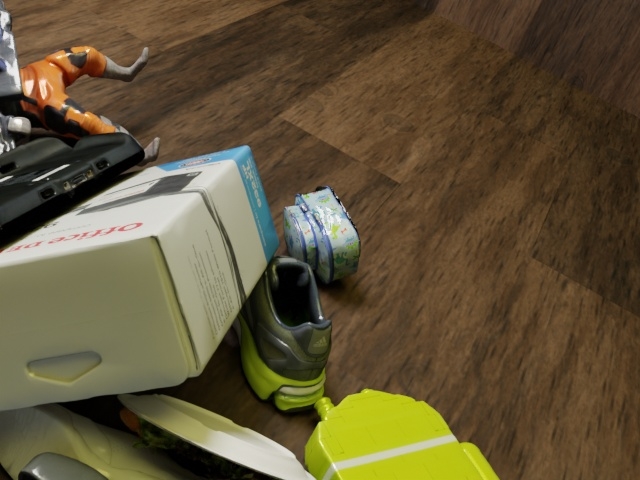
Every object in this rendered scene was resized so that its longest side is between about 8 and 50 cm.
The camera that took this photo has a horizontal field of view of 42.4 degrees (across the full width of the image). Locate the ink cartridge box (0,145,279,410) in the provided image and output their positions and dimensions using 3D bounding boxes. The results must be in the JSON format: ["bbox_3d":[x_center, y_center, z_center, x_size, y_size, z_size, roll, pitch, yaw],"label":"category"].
[{"bbox_3d":[-0.188,0.022,0.793,0.223,0.129,0.307,-10,17,13],"label":"ink cartridge box"}]

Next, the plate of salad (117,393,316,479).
[{"bbox_3d":[-0.096,0.190,0.753,0.199,0.048,0.200,23,-10,4],"label":"plate of salad"}]

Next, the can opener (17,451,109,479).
[{"bbox_3d":[-0.287,0.191,0.680,0.283,0.076,0.095,28,36,10],"label":"can opener"}]

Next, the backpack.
[{"bbox_3d":[0.000,0.000,1.113,0.084,0.105,0.114,-20,50,-19],"label":"backpack"}]

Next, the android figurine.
[{"bbox_3d":[0.087,0.259,0.840,0.248,0.056,0.273,-5,43,-36],"label":"android figurine"}]

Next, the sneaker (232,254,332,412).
[{"bbox_3d":[-0.062,0.052,0.977,0.111,0.121,0.300,-3,42,-36],"label":"sneaker"}]

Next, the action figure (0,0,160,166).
[{"bbox_3d":[-0.383,-0.142,1.073,0.330,0.178,0.342,1,66,-21],"label":"action figure"}]

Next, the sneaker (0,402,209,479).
[{"bbox_3d":[-0.196,0.198,0.749,0.212,0.080,0.094,30,17,5],"label":"sneaker"}]

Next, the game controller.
[{"bbox_3d":[-0.303,-0.043,0.808,0.166,0.067,0.319,0,21,17],"label":"game controller"}]
